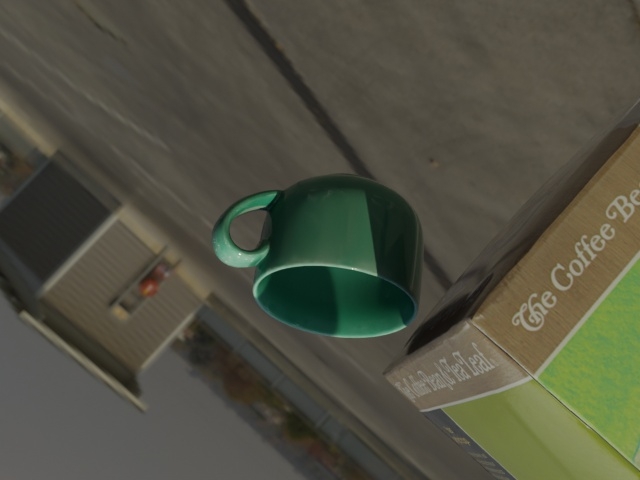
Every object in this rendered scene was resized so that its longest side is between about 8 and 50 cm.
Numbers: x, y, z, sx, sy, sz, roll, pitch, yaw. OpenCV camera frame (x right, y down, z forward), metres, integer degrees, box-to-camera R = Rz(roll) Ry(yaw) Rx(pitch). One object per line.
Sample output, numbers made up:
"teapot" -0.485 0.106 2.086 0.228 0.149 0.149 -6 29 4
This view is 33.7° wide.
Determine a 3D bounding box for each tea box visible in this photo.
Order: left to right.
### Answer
"tea box" 0.238 0.095 0.631 0.323 0.220 0.329 41 169 4

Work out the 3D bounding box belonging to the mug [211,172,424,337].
"mug" 0.010 0.001 0.824 0.130 0.097 0.158 -11 146 30
